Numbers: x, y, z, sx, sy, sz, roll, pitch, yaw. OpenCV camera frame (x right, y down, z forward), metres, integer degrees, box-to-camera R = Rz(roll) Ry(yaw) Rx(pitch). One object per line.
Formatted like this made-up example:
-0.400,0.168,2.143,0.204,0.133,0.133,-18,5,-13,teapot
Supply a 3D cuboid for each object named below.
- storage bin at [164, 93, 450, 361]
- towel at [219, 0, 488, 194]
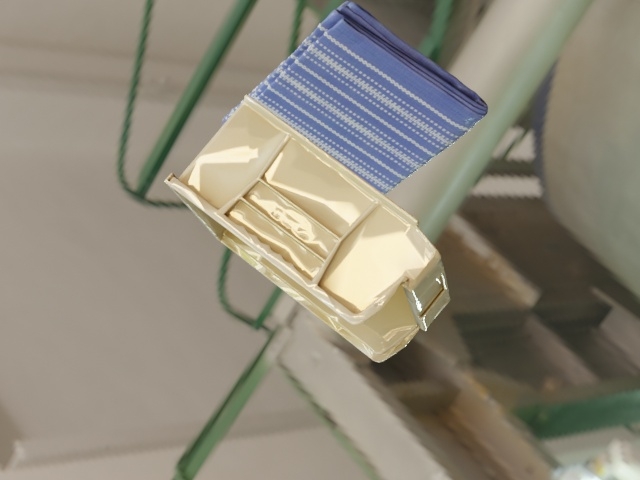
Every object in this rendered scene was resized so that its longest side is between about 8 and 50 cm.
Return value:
0.000,0.000,1.589,0.260,0.123,0.262,38,174,14,storage bin
0.038,-0.166,2.005,0.243,0.336,0.040,33,-127,-16,towel
